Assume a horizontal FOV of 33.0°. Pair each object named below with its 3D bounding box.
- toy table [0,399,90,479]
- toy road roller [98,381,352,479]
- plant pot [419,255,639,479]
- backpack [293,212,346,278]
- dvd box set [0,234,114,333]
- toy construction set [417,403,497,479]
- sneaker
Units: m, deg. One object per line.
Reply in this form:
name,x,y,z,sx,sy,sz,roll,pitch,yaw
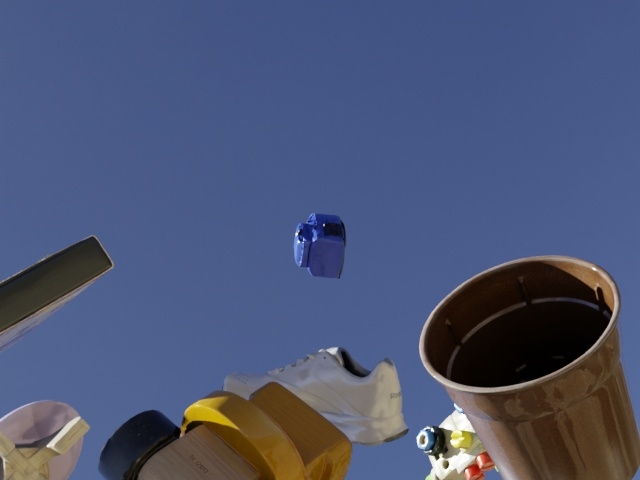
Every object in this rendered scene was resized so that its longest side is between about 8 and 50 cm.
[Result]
toy table,-0.532,0.409,1.955,0.252,0.161,0.274,38,-110,-19
toy road roller,-0.094,0.312,1.229,0.241,0.202,0.329,-29,-38,-37
plant pot,0.188,0.128,0.906,0.167,0.167,0.165,-31,-62,-11
backpack,0.000,0.000,2.084,0.101,0.120,0.098,11,-59,-7
dvd box set,-0.516,0.147,1.585,0.308,0.062,0.420,-34,2,-41
toy construction set,0.247,0.347,1.676,0.328,0.215,0.151,-40,-43,21
sneaker,-0.008,0.214,1.579,0.111,0.297,0.129,-11,-77,-65
